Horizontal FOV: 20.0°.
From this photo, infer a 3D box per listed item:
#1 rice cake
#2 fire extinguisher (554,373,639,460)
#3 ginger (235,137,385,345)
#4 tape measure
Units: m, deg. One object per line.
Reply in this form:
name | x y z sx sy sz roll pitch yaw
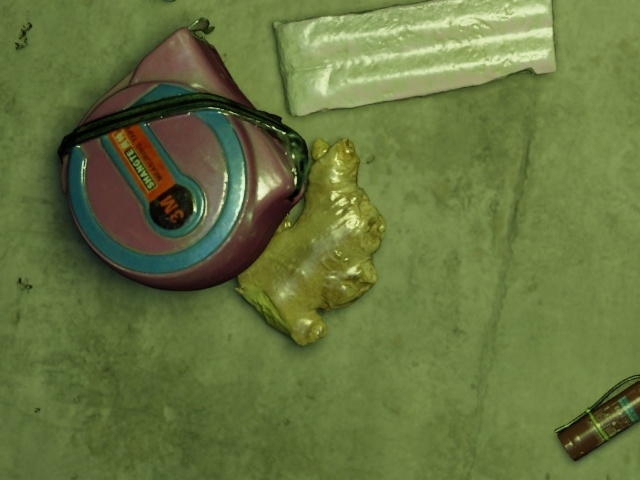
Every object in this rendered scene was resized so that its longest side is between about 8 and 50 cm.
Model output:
rice cake | 0.103 -0.201 1.887 0.297 0.050 0.106 -9 98 6
fire extinguisher | 0.316 0.184 1.931 0.132 0.039 0.056 -35 103 9
ginger | 0.003 0.004 1.919 0.137 0.074 0.213 34 94 0
tape measure | -0.139 -0.070 1.876 0.245 0.149 0.231 -36 78 8
